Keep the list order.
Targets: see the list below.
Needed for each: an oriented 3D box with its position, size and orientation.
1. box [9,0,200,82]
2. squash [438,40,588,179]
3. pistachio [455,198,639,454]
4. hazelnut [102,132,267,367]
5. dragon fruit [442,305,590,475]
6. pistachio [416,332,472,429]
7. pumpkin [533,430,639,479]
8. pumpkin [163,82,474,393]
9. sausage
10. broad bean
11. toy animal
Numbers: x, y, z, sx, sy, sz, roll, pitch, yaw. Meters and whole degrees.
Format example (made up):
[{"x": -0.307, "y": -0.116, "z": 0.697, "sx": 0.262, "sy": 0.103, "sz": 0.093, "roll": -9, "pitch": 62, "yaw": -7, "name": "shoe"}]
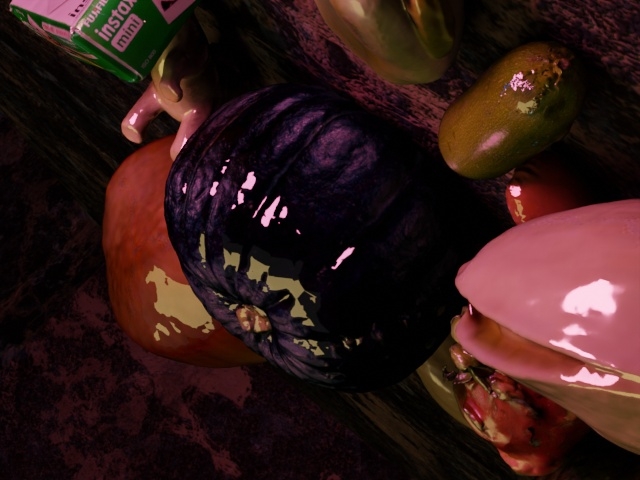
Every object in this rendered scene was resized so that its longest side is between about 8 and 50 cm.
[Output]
[{"x": -0.221, "y": -0.276, "z": 1.646, "sx": 0.103, "sy": 0.180, "sz": 0.250, "roll": 36, "pitch": 175, "yaw": -30, "name": "box"}, {"x": 0.149, "y": -0.099, "z": 1.299, "sx": 0.087, "sy": 0.087, "sz": 0.331, "roll": 43, "pitch": 170, "yaw": -2, "name": "squash"}, {"x": 0.252, "y": 0.069, "z": 1.228, "sx": 0.332, "sy": 0.226, "sz": 0.208, "roll": 18, "pitch": 120, "yaw": 42, "name": "pistachio"}, {"x": -0.123, "y": 0.014, "z": 2.076, "sx": 0.366, "sy": 0.366, "sz": 0.366, "roll": 40, "pitch": 168, "yaw": 10, "name": "hazelnut"}, {"x": 0.211, "y": 0.143, "z": 1.688, "sx": 0.269, "sy": 0.198, "sz": 0.200, "roll": 28, "pitch": 154, "yaw": -30, "name": "dragon fruit"}, {"x": 0.210, "y": 0.178, "z": 2.012, "sx": 0.226, "sy": 0.136, "sz": 0.136, "roll": 41, "pitch": 169, "yaw": -15, "name": "pistachio"}, {"x": 0.365, "y": 0.372, "z": 1.901, "sx": 0.232, "sy": 0.242, "sz": 0.325, "roll": 13, "pitch": 146, "yaw": 51, "name": "pumpkin"}, {"x": 0.000, "y": 0.000, "z": 1.695, "sx": 0.363, "sy": 0.266, "sz": 0.363, "roll": 41, "pitch": 163, "yaw": 15, "name": "pumpkin"}, {"x": 0.238, "y": 0.000, "z": 1.373, "sx": 0.194, "sy": 0.077, "sz": 0.077, "roll": 46, "pitch": 168, "yaw": -20, "name": "sausage"}, {"x": 0.053, "y": -0.199, "z": 1.244, "sx": 0.169, "sy": 0.100, "sz": 0.228, "roll": 55, "pitch": 177, "yaw": -19, "name": "broad bean"}, {"x": -0.163, "y": -0.186, "z": 1.797, "sx": 0.121, "sy": 0.169, "sz": 0.233, "roll": 22, "pitch": 159, "yaw": 22, "name": "toy animal"}]
